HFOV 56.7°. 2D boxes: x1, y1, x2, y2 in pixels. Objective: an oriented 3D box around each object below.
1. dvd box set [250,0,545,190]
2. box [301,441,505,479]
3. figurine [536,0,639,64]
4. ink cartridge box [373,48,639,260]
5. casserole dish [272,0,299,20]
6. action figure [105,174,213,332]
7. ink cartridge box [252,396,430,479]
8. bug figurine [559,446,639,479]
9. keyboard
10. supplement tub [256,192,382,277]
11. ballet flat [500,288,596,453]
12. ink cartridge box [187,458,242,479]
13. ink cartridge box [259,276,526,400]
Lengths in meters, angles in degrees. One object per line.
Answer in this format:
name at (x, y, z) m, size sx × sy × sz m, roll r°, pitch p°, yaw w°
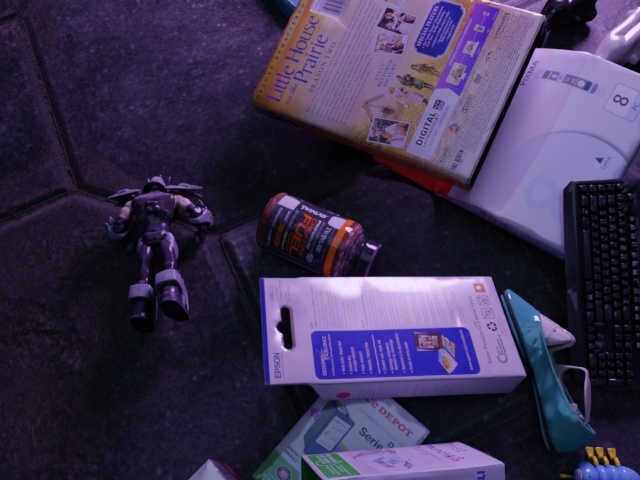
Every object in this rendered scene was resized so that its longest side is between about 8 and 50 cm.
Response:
dvd box set at (0.123, -0.297, 1.027) m, size 0.420 × 0.062 × 0.307 m, roll 23°, pitch 85°, yaw 19°
box at (0.100, 0.399, 0.725) m, size 0.231 × 0.127 × 0.262 m, roll 1°, pitch 84°, yaw -14°
figurine at (0.480, -0.372, 1.104) m, size 0.209 × 0.092 × 0.215 m, roll -39°, pitch 69°, yaw -12°
ink cartridge box at (0.322, -0.190, 1.000) m, size 0.385 × 0.091 × 0.308 m, roll 30°, pitch 90°, yaw 15°
casserole dish at (-0.047, -0.536, 1.260) m, size 0.114 × 0.037 × 0.188 m, roll -31°, pitch 66°, yaw -8°
action figure at (-0.282, 0.005, 1.020) m, size 0.185 × 0.099 × 0.285 m, roll -12°, pitch 62°, yaw 8°
ink cartridge box at (0.033, 0.310, 0.854) m, size 0.154 × 0.093 × 0.212 m, roll 39°, pitch 73°, yaw 20°
bug figurine at (0.443, 0.415, 0.779) m, size 0.216 × 0.072 × 0.279 m, roll -3°, pitch 66°, yaw 4°
keyboard at (0.472, 0.064, 0.890) m, size 0.202 × 0.033 × 0.317 m, roll -2°, pitch 89°, yaw 0°
supplement tub at (0.000, 0.000, 0.984) m, size 0.198 × 0.106 × 0.106 m, roll 23°, pitch 71°, yaw 15°
ballet flat at (0.345, 0.183, 0.879) m, size 0.087 × 0.083 × 0.247 m, roll -20°, pitch 70°, yaw 21°
ink cartridge box at (-0.099, 0.400, 0.816) m, size 0.198 × 0.115 × 0.067 m, roll 41°, pitch 76°, yaw 19°
ink cartridge box at (0.097, 0.138, 0.868) m, size 0.371 × 0.069 × 0.175 m, roll 2°, pitch 50°, yaw -12°
